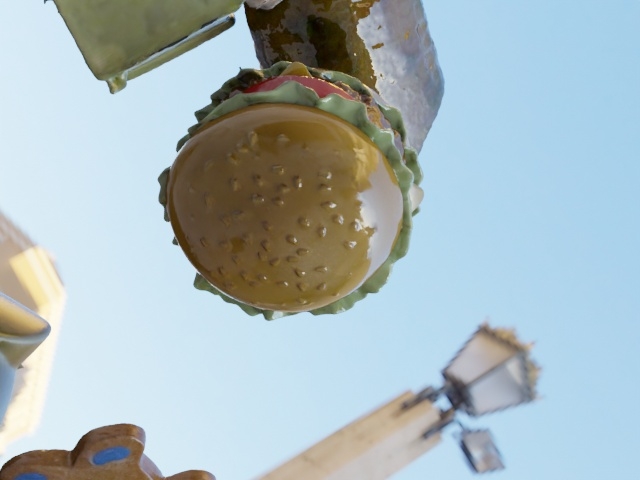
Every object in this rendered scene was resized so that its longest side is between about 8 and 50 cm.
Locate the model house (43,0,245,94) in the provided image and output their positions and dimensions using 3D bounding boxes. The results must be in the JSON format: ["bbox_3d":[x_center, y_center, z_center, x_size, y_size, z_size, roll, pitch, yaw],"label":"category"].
[{"bbox_3d":[-0.232,-0.376,1.666,0.321,0.261,0.266,63,1,-4],"label":"model house"}]

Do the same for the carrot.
[{"bbox_3d":[0.036,-0.236,1.722,0.241,0.241,0.341,28,-39,52],"label":"carrot"}]

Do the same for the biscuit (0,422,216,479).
[{"bbox_3d":[-0.226,0.324,1.572,0.324,0.205,0.049,57,16,-49],"label":"biscuit"}]

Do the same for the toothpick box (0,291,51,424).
[{"bbox_3d":[-0.612,0.179,1.705,0.409,0.425,0.409,40,2,-2],"label":"toothpick box"}]

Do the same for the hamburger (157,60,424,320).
[{"bbox_3d":[-0.031,-0.047,1.360,0.212,0.274,0.274,-69,140,-68],"label":"hamburger"}]
